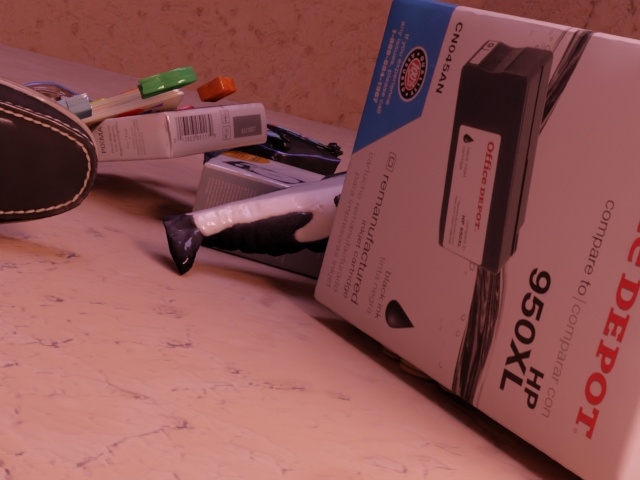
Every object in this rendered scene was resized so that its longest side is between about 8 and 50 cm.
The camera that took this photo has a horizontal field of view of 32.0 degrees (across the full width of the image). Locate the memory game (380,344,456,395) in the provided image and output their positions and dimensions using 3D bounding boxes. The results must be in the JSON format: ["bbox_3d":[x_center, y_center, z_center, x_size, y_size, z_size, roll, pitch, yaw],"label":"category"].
[{"bbox_3d":[0.140,0.111,0.961,0.186,0.012,0.186,16,9,-3],"label":"memory game"}]

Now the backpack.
[{"bbox_3d":[-0.083,-0.100,1.484,0.173,0.117,0.158,22,12,31],"label":"backpack"}]

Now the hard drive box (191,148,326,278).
[{"bbox_3d":[-0.016,-0.023,1.244,0.232,0.089,0.181,16,10,0],"label":"hard drive box"}]

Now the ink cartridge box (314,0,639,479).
[{"bbox_3d":[0.187,-0.015,0.857,0.166,0.286,0.395,8,12,-33],"label":"ink cartridge box"}]

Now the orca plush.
[{"bbox_3d":[0.000,0.000,1.073,0.287,0.102,0.151,-16,12,-24],"label":"orca plush"}]

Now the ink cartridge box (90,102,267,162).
[{"bbox_3d":[-0.209,-0.126,1.318,0.232,0.066,0.189,4,12,31],"label":"ink cartridge box"}]

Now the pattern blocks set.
[{"bbox_3d":[-0.239,-0.145,1.313,0.285,0.026,0.325,-19,0,-23],"label":"pattern blocks set"}]

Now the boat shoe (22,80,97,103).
[{"bbox_3d":[-0.383,-0.200,1.719,0.183,0.066,0.066,8,14,-40],"label":"boat shoe"}]

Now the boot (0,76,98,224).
[{"bbox_3d":[-0.309,-0.052,0.784,0.377,0.138,0.284,15,11,-32],"label":"boot"}]
